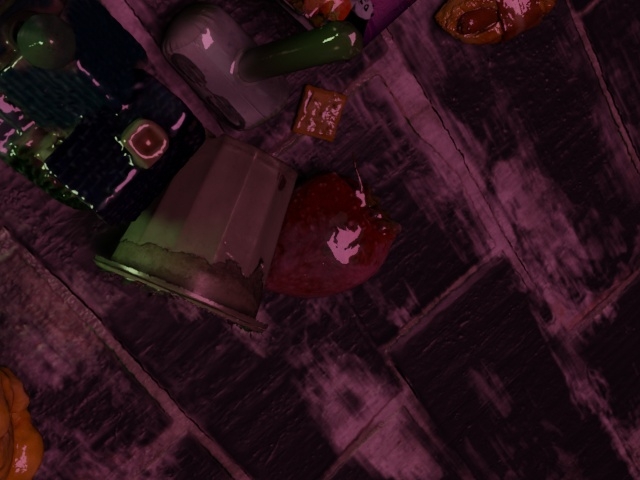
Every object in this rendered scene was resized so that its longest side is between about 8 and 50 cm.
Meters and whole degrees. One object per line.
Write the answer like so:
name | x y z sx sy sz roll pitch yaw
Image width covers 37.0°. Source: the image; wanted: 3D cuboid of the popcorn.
popcorn | -0.553 0.240 1.335 0.297 0.281 0.316 3 143 8

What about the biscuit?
biscuit | -0.001 -0.209 1.577 0.081 0.018 0.083 12 102 -31

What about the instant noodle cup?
instant noodle cup | 0.032 -0.395 1.411 0.190 0.251 0.251 -47 122 6

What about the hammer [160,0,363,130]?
hammer | -0.066 -0.263 1.349 0.206 0.335 0.119 44 59 -34

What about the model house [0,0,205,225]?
model house | -0.316 -0.177 1.279 0.243 0.284 0.298 -51 122 -9

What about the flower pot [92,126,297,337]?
flower pot | -0.165 -0.019 1.429 0.290 0.290 0.259 27 84 -32

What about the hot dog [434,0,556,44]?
hot dog | 0.325 -0.405 1.631 0.261 0.093 0.123 -32 119 -14

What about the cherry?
cherry | 0.000 0.000 1.561 0.249 0.175 0.192 -39 111 -8
